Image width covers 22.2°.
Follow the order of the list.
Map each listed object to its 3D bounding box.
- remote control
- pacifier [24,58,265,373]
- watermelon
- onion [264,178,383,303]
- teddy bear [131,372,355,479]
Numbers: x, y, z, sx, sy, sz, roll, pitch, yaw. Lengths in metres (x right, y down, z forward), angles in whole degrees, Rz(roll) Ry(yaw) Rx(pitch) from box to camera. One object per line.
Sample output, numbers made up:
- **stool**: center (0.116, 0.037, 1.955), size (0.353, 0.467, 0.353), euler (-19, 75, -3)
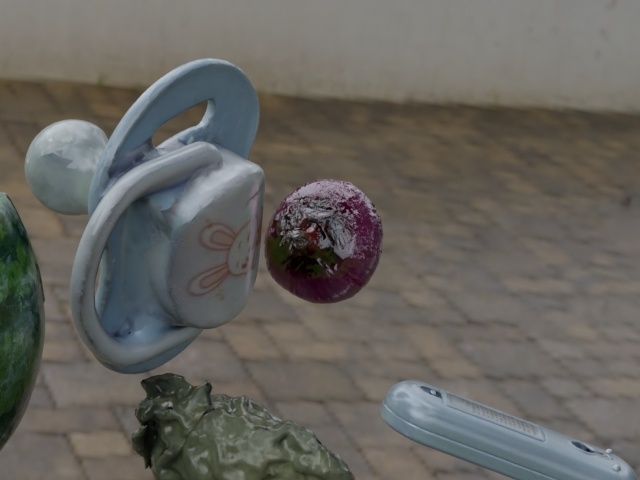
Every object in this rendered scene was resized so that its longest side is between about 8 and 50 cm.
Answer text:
- **remote control**: center (0.171, 0.183, 1.460), size (0.244, 0.047, 0.087), euler (21, 8, -5)
- **pacifier**: center (-0.162, -0.026, 1.352), size (0.226, 0.287, 0.238), euler (26, 42, 31)
- **watermelon**: center (-0.320, 0.108, 1.199), size (0.180, 0.305, 0.224), euler (26, 16, 36)
- **onion**: center (0.000, 0.000, 1.477), size (0.115, 0.115, 0.104), euler (20, 7, 31)
- **teddy bear**: center (-0.057, 0.274, 1.435), size (0.357, 0.367, 0.224), euler (-1, 50, 41)
